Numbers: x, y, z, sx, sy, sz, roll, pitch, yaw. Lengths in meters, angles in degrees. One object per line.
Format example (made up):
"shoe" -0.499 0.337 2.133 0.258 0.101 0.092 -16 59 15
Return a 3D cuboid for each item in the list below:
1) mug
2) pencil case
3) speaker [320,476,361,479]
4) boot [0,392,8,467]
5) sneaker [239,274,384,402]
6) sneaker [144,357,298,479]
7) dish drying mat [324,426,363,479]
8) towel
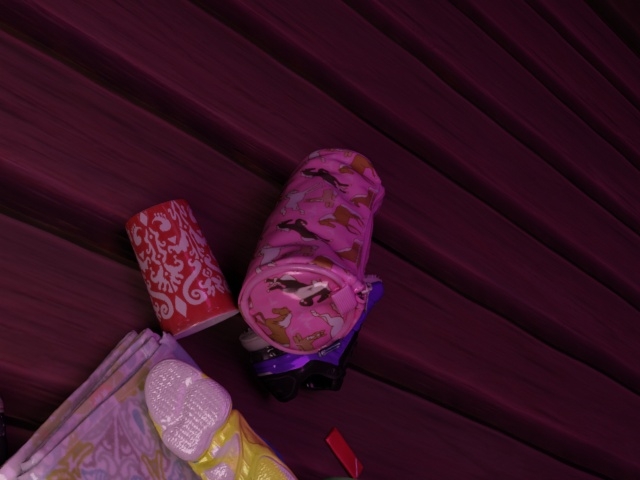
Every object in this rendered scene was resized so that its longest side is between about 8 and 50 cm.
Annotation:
"mug" -0.194 0.042 1.178 0.113 0.150 0.169 -23 84 -13
"pencil case" 0.000 0.000 1.262 0.167 0.160 0.386 31 30 -9
"speaker" 0.017 0.480 1.160 0.131 0.131 0.296 38 48 -28
"boot" -0.396 0.260 0.847 0.236 0.085 0.178 -11 80 -57
"sneaker" 0.006 0.156 1.326 0.293 0.102 0.146 -26 95 -44
"sneaker" -0.116 0.243 1.024 0.091 0.126 0.240 -40 81 -9
"dish drying mat" 0.038 0.332 1.338 0.083 0.008 0.032 57 43 -11
"towel" -0.174 0.317 1.010 0.374 0.090 0.320 54 27 -9
